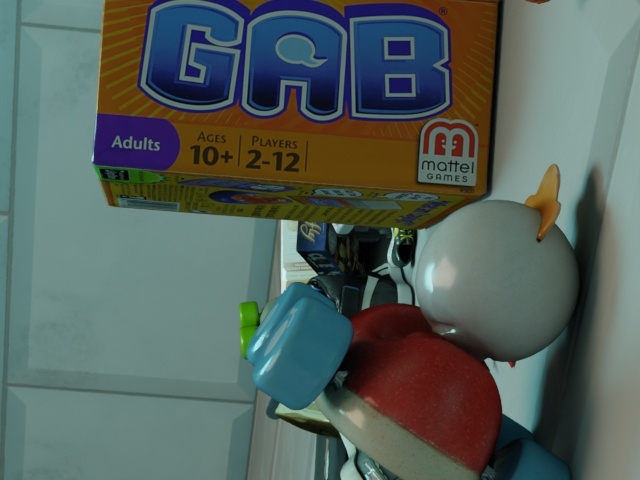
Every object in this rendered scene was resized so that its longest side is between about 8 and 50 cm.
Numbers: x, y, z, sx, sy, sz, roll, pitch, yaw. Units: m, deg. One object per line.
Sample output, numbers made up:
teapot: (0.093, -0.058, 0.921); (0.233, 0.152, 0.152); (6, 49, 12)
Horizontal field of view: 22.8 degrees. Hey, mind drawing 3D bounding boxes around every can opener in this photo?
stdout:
can opener: (0.038, 0.302, 2.013); (0.093, 0.074, 0.280); (-28, 51, 41)

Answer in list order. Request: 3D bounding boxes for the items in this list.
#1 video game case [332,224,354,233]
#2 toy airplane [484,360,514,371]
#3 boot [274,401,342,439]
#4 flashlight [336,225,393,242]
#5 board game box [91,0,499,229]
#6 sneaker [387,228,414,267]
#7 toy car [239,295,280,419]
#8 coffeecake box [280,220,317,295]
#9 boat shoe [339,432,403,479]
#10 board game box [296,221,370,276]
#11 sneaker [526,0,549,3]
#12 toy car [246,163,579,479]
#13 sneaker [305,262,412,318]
video game case: (0.034, -0.141, 1.915); (0.183, 0.023, 0.201); (-53, 49, 37)
toy airplane: (0.141, 0.039, 1.317); (0.151, 0.028, 0.151); (-176, 90, -83)
boot: (0.037, 0.161, 1.964); (0.213, 0.077, 0.165); (0, 63, 59)
flashlight: (0.059, -0.156, 1.973); (0.103, 0.103, 0.304); (-10, 75, 54)
board game box: (-0.031, -0.212, 1.588); (0.356, 0.356, 0.356); (140, 134, -83)
sneaker: (0.097, -0.008, 1.820); (0.035, 0.031, 0.083); (-161, 71, -70)
toy car: (-0.040, 0.192, 2.478); (0.149, 0.155, 0.188); (-97, 0, -64)
coffeecake box: (0.000, 0.000, 2.231); (0.142, 0.068, 0.186); (23, -115, -67)
boat shoe: (0.084, 0.202, 1.581); (0.099, 0.116, 0.319); (-41, 6, 7)
board game box: (0.022, -0.030, 2.095); (0.243, 0.042, 0.165); (50, -139, -68)
sneaker: (0.176, -0.257, 1.145); (0.067, 0.064, 0.175); (-28, -50, -73)
toy car: (0.103, 0.051, 1.115); (0.238, 0.219, 0.210); (-56, 6, 1)
sneaker: (0.036, 0.064, 1.880); (0.217, 0.121, 0.079); (-148, 63, -84)
